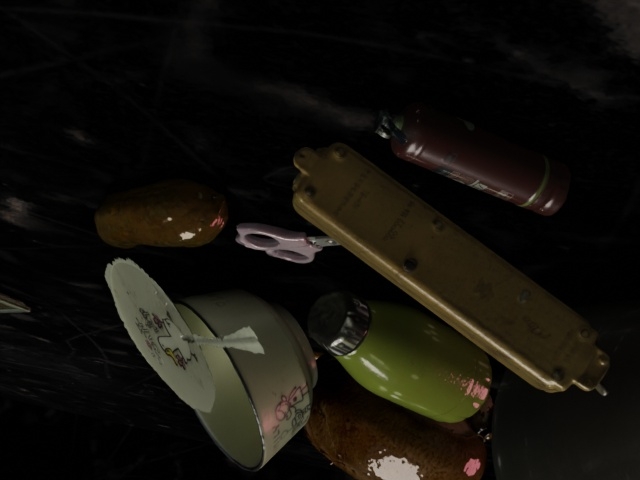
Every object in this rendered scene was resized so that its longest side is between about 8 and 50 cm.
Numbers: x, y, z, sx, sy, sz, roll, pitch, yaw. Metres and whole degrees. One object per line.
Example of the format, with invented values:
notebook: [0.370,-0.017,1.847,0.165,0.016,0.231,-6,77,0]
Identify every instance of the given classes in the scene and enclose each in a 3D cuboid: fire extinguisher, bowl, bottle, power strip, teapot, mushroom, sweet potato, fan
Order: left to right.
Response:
sweet potato: [-0.173,-0.020,1.057,0.081,0.062,0.233,23,163,-33]
fan: [-0.160,0.119,1.285,0.414,0.012,0.233,-3,118,60]
bowl: [-0.089,0.159,1.346,0.126,0.238,0.238,-26,178,-24]
mushroom: [0.102,0.249,1.433,0.278,0.163,0.297,11,-167,-18]
bottle: [0.091,0.130,1.235,0.112,0.112,0.260,-4,155,43]
power strip: [0.102,0.026,0.833,0.305,0.064,0.044,36,165,2]
fire extinguisher: [0.102,-0.063,0.750,0.158,0.043,0.064,21,-157,-20]
teapot: [0.369,0.159,0.903,0.376,0.306,0.362,-10,164,-24]

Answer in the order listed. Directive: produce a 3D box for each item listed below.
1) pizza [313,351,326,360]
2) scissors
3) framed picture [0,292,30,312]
pizza: [0.002,0.179,1.605,0.083,0.016,0.037,8,168,11]
scissors: [0.000,0.000,1.068,0.189,0.015,0.100,-5,156,40]
framed picture: [-0.651,0.079,1.770,0.293,0.018,0.231,-5,155,45]
